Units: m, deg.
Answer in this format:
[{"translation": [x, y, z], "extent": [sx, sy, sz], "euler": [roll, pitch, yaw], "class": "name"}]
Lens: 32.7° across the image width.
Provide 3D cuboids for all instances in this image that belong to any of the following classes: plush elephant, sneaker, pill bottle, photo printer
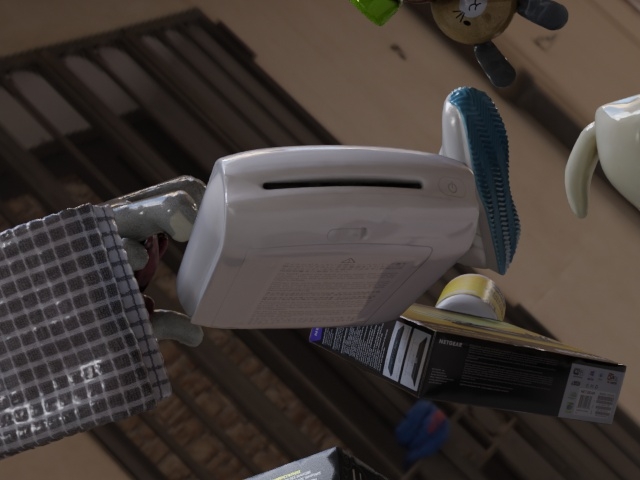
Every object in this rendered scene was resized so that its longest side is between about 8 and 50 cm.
[{"translation": [-0.278, 0.079, 1.509], "extent": [0.329, 0.256, 0.272], "euler": [-17, 10, -7], "class": "plush elephant"}, {"translation": [0.145, -0.058, 1.131], "extent": [0.087, 0.092, 0.229], "euler": [-55, -36, -38], "class": "sneaker"}, {"translation": [0.227, 0.110, 1.657], "extent": [0.103, 0.103, 0.184], "euler": [-49, -1, 19], "class": "pill bottle"}, {"translation": [0.000, 0.000, 1.066], "extent": [0.256, 0.107, 0.307], "euler": [0, -20, -13], "class": "photo printer"}]

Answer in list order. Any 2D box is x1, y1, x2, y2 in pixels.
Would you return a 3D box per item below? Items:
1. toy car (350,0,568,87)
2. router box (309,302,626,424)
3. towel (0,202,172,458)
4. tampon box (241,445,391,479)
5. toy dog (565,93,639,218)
[{"translation": [0.148, -0.245, 1.091], "extent": [0.155, 0.188, 0.149], "euler": [-48, 5, 16], "class": "toy car"}, {"translation": [0.179, 0.140, 1.343], "extent": [0.243, 0.308, 0.081], "euler": [19, 95, 57], "class": "router box"}, {"translation": [-0.326, 0.110, 1.159], "extent": [0.283, 0.235, 0.121], "euler": [-20, 0, 11], "class": "towel"}, {"translation": [0.009, 0.269, 0.869], "extent": [0.101, 0.161, 0.120], "euler": [-24, -42, 24], "class": "tampon box"}, {"translation": [0.517, -0.028, 1.328], "extent": [0.395, 0.408, 0.284], "euler": [-25, -11, 22], "class": "toy dog"}]
